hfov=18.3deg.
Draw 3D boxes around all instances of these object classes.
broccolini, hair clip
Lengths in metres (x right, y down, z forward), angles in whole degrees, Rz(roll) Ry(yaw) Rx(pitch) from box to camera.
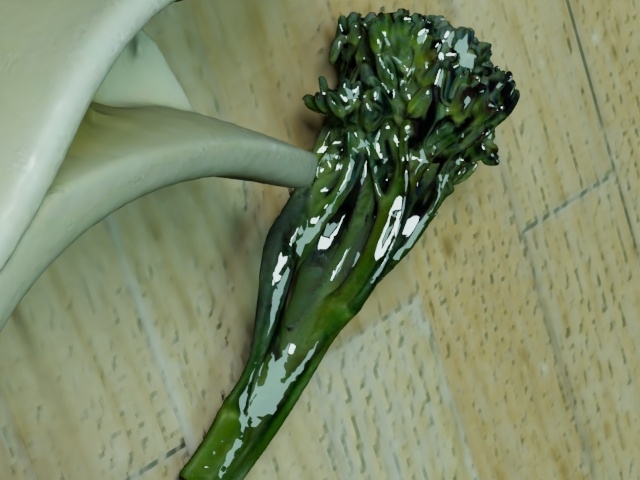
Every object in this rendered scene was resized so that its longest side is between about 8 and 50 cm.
[{"bbox_3d":[0.015,0.008,0.740,0.091,0.068,0.202,37,69,-55],"label":"broccolini"},{"bbox_3d":[-0.089,-0.046,0.598,0.282,0.172,0.113,-23,115,-46],"label":"hair clip"}]
